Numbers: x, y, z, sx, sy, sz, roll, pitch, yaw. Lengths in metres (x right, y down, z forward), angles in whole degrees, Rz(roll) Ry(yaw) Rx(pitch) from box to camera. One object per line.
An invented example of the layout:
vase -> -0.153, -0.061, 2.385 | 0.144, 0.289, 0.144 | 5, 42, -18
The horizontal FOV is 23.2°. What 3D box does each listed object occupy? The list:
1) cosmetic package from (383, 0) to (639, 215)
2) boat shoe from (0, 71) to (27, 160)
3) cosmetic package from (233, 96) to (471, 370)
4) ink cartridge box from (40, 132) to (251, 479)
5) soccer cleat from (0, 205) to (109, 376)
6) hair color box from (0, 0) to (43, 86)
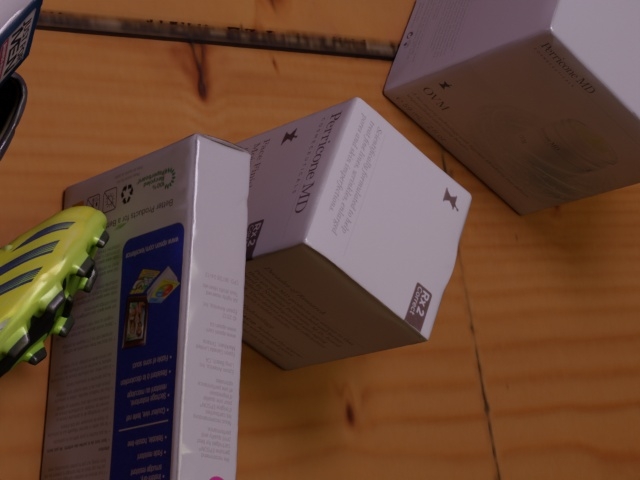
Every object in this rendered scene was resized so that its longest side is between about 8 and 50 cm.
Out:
cosmetic package -> 0.228, -0.158, 1.538 | 0.224, 0.224, 0.138 | 38, 55, -28
boat shoe -> -0.309, -0.033, 1.100 | 0.103, 0.092, 0.285 | 52, 49, -19
cosmetic package -> 0.000, 0.000, 1.312 | 0.151, 0.183, 0.151 | 38, 55, -29
ink cartridge box -> -0.135, 0.118, 1.159 | 0.069, 0.176, 0.371 | 19, 65, -38
soccer cleat -> -0.261, 0.061, 1.103 | 0.121, 0.093, 0.289 | 34, 58, 9
hair color box -> -0.350, -0.077, 0.996 | 0.174, 0.105, 0.347 | 36, 63, 0
